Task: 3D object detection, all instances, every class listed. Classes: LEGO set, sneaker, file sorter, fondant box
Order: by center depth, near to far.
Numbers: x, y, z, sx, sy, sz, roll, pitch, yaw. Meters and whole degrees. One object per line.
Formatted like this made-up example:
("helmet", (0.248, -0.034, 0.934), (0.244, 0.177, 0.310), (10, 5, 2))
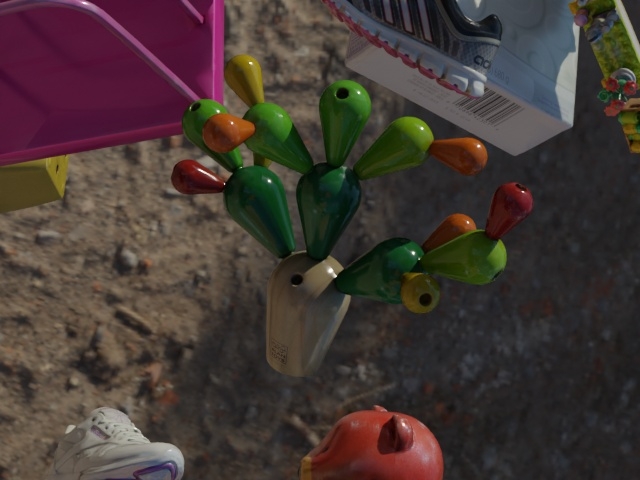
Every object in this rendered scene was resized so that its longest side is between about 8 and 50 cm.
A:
("file sorter", (-0.196, -0.231, 0.776), (0.182, 0.202, 0.291), (42, 43, -63))
("sneaker", (0.070, -0.182, 0.856), (0.075, 0.170, 0.063), (-58, 174, 5))
("LEGO set", (0.269, -0.193, 0.942), (0.107, 0.132, 0.287), (-55, 158, -52))
("fondant box", (0.170, -0.291, 1.203), (0.238, 0.096, 0.330), (24, 60, -26))
("sneaker", (-0.301, 0.300, 1.566), (0.114, 0.305, 0.152), (29, 57, -35))

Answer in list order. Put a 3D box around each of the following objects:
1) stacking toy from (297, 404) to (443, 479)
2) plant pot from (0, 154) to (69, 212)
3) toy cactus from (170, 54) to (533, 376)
("stacking toy", (0.003, 0.176, 0.662), (0.279, 0.309, 0.131), (5, 86, -21))
("plant pot", (-0.503, -0.159, 1.736), (0.212, 0.187, 0.212), (97, -3, -72))
("toy cactus", (0.000, 0.000, 0.621), (0.112, 0.219, 0.181), (-41, 148, -58))
